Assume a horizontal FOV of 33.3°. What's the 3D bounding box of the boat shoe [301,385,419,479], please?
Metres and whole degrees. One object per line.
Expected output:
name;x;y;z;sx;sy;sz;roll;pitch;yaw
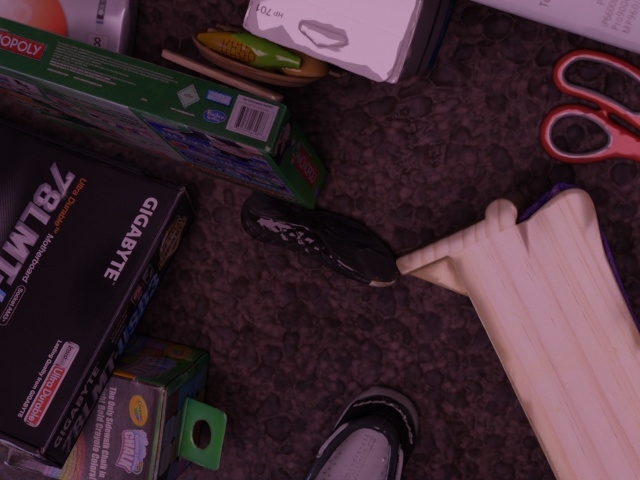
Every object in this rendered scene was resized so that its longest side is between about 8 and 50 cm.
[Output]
boat shoe;0.007;0.292;1.105;0.114;0.091;0.302;21;106;10

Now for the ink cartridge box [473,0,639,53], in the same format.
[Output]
ink cartridge box;0.128;-0.237;0.850;0.385;0.308;0.091;22;106;10

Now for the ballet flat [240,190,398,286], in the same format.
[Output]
ballet flat;0.000;0.000;1.077;0.173;0.057;0.049;26;146;9

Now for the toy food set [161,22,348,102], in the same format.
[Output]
toy food set;-0.050;-0.174;0.970;0.132;0.192;0.038;23;111;12

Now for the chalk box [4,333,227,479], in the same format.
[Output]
chalk box;-0.196;0.179;1.115;0.213;0.132;0.132;13;103;11

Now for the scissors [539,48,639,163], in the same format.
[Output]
scissors;0.340;-0.077;0.978;0.297;0.021;0.109;26;105;10

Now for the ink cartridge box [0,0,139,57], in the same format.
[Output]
ink cartridge box;-0.254;-0.267;1.082;0.145;0.045;0.179;12;107;11

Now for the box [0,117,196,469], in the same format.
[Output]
box;-0.318;0.034;1.060;0.293;0.073;0.295;20;70;15

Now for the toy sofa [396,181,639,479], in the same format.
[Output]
toy sofa;0.228;0.129;0.967;0.177;0.150;0.362;-26;88;15

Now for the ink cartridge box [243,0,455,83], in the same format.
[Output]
ink cartridge box;0.032;-0.203;0.943;0.140;0.191;0.082;22;106;9

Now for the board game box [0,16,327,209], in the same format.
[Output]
board game box;-0.162;-0.119;0.993;0.317;0.213;0.046;19;84;12
